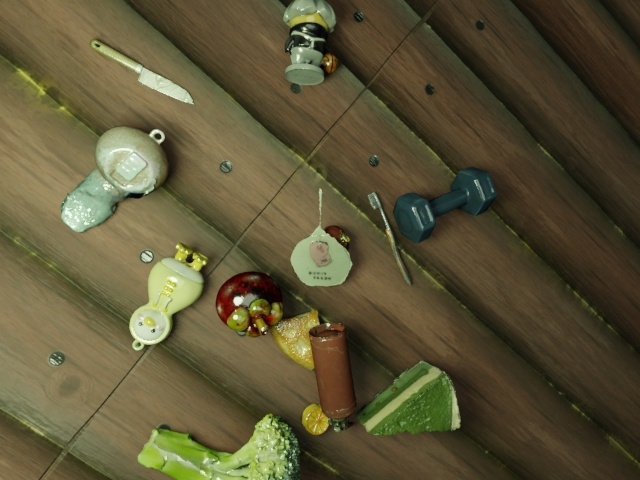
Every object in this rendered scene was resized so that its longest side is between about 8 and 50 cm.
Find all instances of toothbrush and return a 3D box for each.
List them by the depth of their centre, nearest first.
[{"bbox_3d":[0.227,-0.004,1.353,0.031,0.023,0.321,-25,94,-9],"label":"toothbrush"}]

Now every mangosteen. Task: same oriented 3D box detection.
[{"bbox_3d":[-0.185,0.177,1.131,0.199,0.200,0.200,1,87,-17],"label":"mangosteen"}]

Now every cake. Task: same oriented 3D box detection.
[{"bbox_3d":[-0.014,0.527,1.242,0.083,0.044,0.084,1,87,-18],"label":"cake"},{"bbox_3d":[0.273,0.528,1.272,0.283,0.158,0.172,-32,98,-14],"label":"cake"}]

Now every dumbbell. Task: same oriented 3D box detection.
[{"bbox_3d":[0.396,-0.117,1.348,0.324,0.160,0.144,-22,62,-16],"label":"dumbbell"}]

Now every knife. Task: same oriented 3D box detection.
[{"bbox_3d":[-0.486,-0.456,1.163,0.297,0.017,0.047,25,82,-18],"label":"knife"}]

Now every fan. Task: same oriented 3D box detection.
[{"bbox_3d":[0.000,0.000,1.204,0.181,0.010,0.311,1,116,5],"label":"fan"}]

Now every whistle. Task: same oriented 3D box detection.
[{"bbox_3d":[-0.525,-0.163,1.085,0.347,0.189,0.189,-41,100,8],"label":"whistle"}]

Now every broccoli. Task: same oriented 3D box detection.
[{"bbox_3d":[-0.229,0.575,1.095,0.397,0.275,0.352,40,38,27],"label":"broccoli"}]

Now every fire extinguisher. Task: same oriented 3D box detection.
[{"bbox_3d":[0.051,0.401,1.209,0.147,0.106,0.338,-29,114,-60],"label":"fire extinguisher"}]

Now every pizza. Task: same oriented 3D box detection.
[{"bbox_3d":[-0.056,0.272,1.239,0.182,0.062,0.161,35,85,-7],"label":"pizza"}]

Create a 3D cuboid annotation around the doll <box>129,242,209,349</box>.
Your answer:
[{"bbox_3d":[-0.403,0.155,1.104,0.141,0.117,0.297,29,79,-11],"label":"doll"}]

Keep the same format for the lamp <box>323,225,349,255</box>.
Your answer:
[{"bbox_3d":[0.043,0.004,1.263,0.101,0.090,0.101,33,47,-43],"label":"lamp"}]

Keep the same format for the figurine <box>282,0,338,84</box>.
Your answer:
[{"bbox_3d":[-0.027,-0.596,1.251,0.175,0.133,0.237,3,89,-26],"label":"figurine"}]
